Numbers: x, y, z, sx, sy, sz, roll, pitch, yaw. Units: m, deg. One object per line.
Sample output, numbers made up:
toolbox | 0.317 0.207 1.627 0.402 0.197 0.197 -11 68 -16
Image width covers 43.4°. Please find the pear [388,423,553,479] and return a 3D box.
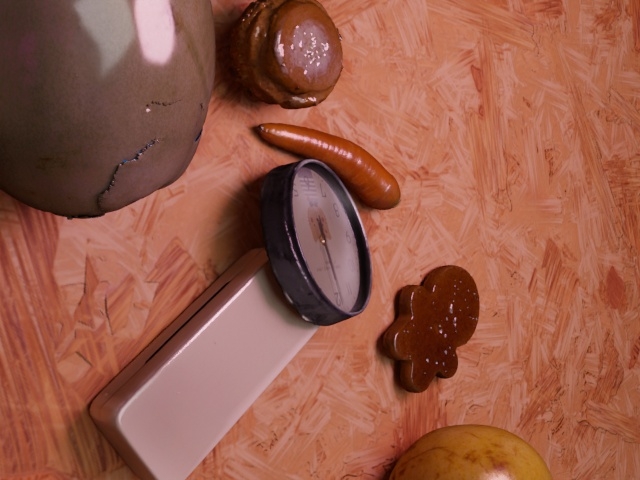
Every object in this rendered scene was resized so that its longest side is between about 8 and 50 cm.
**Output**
pear | 0.225 0.407 1.190 0.280 0.280 0.281 1 89 -42

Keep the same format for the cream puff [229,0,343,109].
cream puff | -0.050 -0.241 1.039 0.165 0.115 0.150 49 60 -41

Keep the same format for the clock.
clock | 0.000 0.000 1.067 0.226 0.049 0.226 42 38 -44

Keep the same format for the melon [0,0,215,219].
melon | -0.236 -0.176 0.772 0.268 0.268 0.330 -18 119 -41

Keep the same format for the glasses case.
glasses case | -0.130 0.148 0.993 0.313 0.070 0.131 -46 119 -33

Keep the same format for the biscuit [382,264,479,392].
biscuit | 0.185 0.137 1.304 0.236 0.039 0.180 -41 113 -36

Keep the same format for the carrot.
carrot | 0.023 -0.118 1.150 0.271 0.066 0.062 33 25 -35
